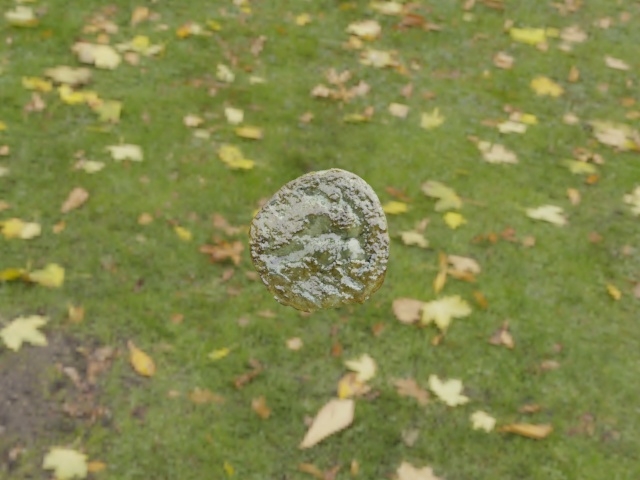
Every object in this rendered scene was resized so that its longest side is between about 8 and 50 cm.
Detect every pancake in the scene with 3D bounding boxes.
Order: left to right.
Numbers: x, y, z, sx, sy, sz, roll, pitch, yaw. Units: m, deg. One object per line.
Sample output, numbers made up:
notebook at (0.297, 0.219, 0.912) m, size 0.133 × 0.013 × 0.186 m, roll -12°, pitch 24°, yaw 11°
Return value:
pancake at (-0.001, 0.000, 0.794) m, size 0.108 × 0.108 × 0.017 m, roll 15°, pitch 4°, yaw 14°
